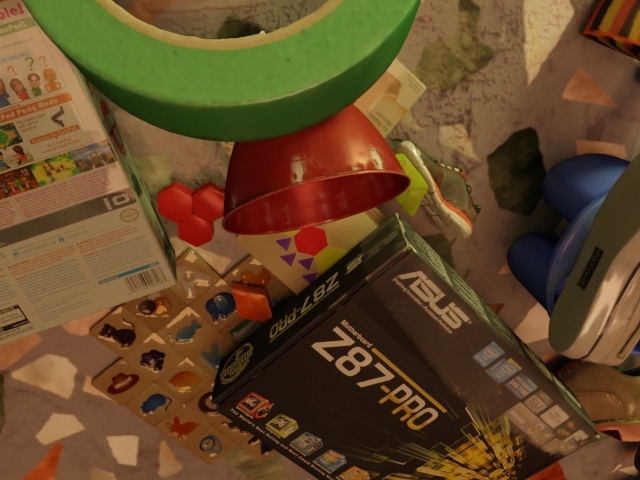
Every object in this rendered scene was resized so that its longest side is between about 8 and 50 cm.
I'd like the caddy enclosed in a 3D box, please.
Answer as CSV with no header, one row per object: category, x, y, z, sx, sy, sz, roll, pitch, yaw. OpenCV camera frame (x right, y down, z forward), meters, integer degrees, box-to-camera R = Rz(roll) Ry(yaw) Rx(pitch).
caddy,0.427,0.028,0.711,0.340,0.179,0.242,12,111,-18

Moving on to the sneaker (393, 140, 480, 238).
sneaker,0.148,-0.073,0.675,0.065,0.061,0.158,-52,120,-17

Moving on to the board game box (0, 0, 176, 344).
board game box,-0.306,-0.062,0.539,0.223,0.097,0.304,-19,119,-5

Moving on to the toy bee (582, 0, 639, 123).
toy bee,0.469,-0.216,0.615,0.297,0.162,0.196,-5,114,-11

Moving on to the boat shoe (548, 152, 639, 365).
boat shoe,0.342,0.019,0.570,0.088,0.096,0.268,17,107,-3

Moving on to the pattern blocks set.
pattern blocks set,0.000,0.000,0.653,0.285,0.026,0.325,-31,118,13

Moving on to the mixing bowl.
mixing bowl,-0.013,-0.077,0.513,0.181,0.181,0.098,-12,81,-8

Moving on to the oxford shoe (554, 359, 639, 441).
oxford shoe,0.390,0.245,0.865,0.347,0.123,0.130,4,83,-10

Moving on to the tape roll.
tape roll,-0.072,-0.242,0.422,0.320,0.077,0.322,0,82,-1

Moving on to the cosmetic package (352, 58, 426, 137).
cosmetic package,0.058,-0.150,0.614,0.060,0.041,0.115,33,104,-25

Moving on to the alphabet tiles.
alphabet tiles,-0.125,0.174,0.744,0.285,0.011,0.342,-38,118,7

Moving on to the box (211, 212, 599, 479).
box,0.111,0.204,0.702,0.318,0.097,0.395,-41,111,16

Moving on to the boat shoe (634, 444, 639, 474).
boat shoe,0.625,0.272,0.927,0.123,0.123,0.342,24,116,9
